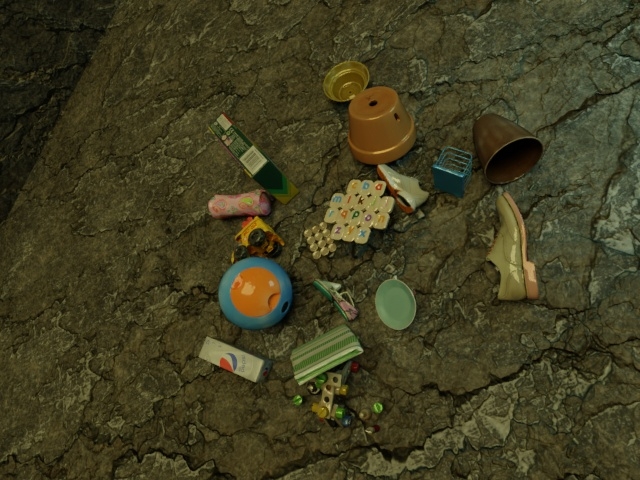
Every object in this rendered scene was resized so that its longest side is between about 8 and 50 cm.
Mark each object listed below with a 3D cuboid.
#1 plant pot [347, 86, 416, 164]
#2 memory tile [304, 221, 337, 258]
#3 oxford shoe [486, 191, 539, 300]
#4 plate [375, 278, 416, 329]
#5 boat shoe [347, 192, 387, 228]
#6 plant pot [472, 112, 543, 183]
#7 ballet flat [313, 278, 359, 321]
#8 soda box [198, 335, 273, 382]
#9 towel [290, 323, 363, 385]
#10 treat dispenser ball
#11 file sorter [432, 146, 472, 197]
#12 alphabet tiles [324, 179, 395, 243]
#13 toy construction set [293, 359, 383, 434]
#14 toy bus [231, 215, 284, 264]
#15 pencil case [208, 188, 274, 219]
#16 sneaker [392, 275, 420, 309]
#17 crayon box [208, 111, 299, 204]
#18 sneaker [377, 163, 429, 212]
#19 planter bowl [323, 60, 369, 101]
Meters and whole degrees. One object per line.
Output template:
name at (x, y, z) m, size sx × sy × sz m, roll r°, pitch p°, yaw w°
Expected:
plant pot at (0.236, -0.487, 1.715) m, size 0.291 × 0.203 × 0.291 m, roll -11°, pitch 54°, yaw 15°
memory tile at (0.000, 0.000, 1.774) m, size 0.113 × 0.012 × 0.148 m, roll -26°, pitch 65°, yaw 9°
oxford shoe at (0.653, 0.018, 1.470) m, size 0.147 × 0.140 × 0.397 m, roll -12°, pitch 66°, yaw 23°
plate at (0.281, 0.236, 1.546) m, size 0.188 × 0.024 × 0.188 m, roll 3°, pitch 94°, yaw 48°
boat shoe at (0.193, -0.116, 1.713) m, size 0.081 × 0.069 × 0.227 m, roll 35°, pitch 86°, yaw 27°
plant pot at (0.676, -0.370, 1.574) m, size 0.215 × 0.215 × 0.230 m, roll -23°, pitch 51°, yaw 11°
ballet flat at (0.069, 0.221, 1.647) m, size 0.079 × 0.077 × 0.221 m, roll -37°, pitch 67°, yaw -16°
soda box at (-0.342, 0.479, 1.682) m, size 0.286 × 0.098 × 0.091 m, roll 15°, pitch 78°, yaw 23°
towel at (0.011, 0.389, 1.455) m, size 0.248 × 0.325 × 0.038 m, roll -27°, pitch 92°, yaw -6°
treat dispenser ball at (-0.254, 0.208, 1.639) m, size 0.288 × 0.288 × 0.288 m, roll -6°, pitch 70°, yaw 17°
file sorter at (0.511, -0.261, 1.598) m, size 0.118 × 0.170 × 0.104 m, roll 27°, pitch 79°, yaw 25°
alphabet tiles at (0.153, -0.119, 1.679) m, size 0.284 × 0.021 × 0.278 m, roll 8°, pitch 70°, yaw 34°
toy construction set at (0.064, 0.547, 1.436) m, size 0.309 × 0.237 × 0.257 m, roll 32°, pitch 85°, yaw 26°
toy bus at (-0.301, 0.002, 1.817) m, size 0.220 × 0.149 × 0.211 m, roll -43°, pitch 51°, yaw 4°
pencil case at (-0.362, -0.162, 1.895) m, size 0.284 × 0.124 × 0.124 m, roll -5°, pitch 70°, yaw 20°
sneaker at (0.325, 0.199, 1.575) m, size 0.065 × 0.061 × 0.158 m, roll -19°, pitch 67°, yaw -14°
crayon box at (-0.286, -0.353, 1.829) m, size 0.106 × 0.313 × 0.363 m, roll -44°, pitch 64°, yaw 5°
sneaker at (0.334, -0.230, 1.702) m, size 0.121 × 0.099 × 0.262 m, roll -30°, pitch 64°, yaw -11°
planter bowl at (0.129, -0.711, 1.930) m, size 0.217 × 0.090 × 0.217 m, roll -7°, pitch 69°, yaw 18°
